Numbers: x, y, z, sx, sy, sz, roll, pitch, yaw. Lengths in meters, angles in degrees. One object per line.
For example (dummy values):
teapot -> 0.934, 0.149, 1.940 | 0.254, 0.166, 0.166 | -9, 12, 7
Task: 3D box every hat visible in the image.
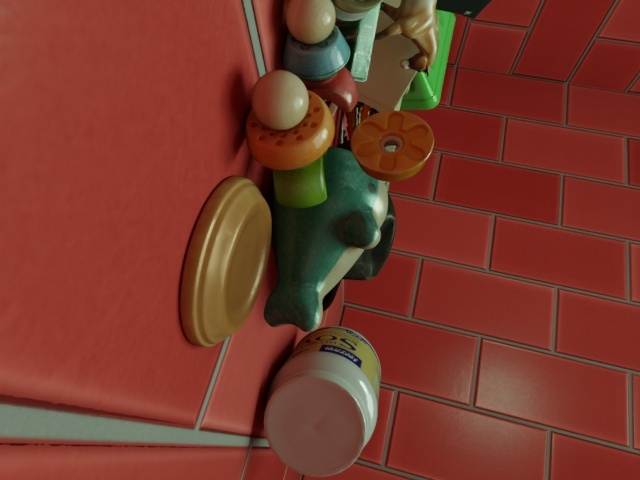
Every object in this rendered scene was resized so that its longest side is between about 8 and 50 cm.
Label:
hat -> 0.060, -0.014, 0.860 | 0.331, 0.133, 0.332 | -165, -90, -69

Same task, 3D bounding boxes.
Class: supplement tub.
supplement tub -> 0.014, 0.348, 1.038 | 0.331, 0.240, 0.241 | -23, 125, -80

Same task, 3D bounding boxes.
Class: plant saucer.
plant saucer -> -0.098, 0.027, 0.527 | 0.200, 0.037, 0.200 | 12, 90, -81

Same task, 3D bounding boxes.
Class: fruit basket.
fruit basket -> 0.265, -0.554, 1.447 | 0.392, 0.282, 0.393 | -26, 119, -61

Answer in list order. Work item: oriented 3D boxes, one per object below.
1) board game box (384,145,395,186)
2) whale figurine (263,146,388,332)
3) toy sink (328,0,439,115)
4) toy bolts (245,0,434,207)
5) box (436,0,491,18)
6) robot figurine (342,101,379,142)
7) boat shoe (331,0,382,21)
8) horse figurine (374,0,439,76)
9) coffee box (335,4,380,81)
board game box -> 0.159, -0.219, 1.514 | 0.275, 0.144, 0.142 | 86, 19, -59
whale figurine -> -0.017, -0.013, 0.642 | 0.141, 0.216, 0.272 | 38, 65, -35
toy sink -> 0.127, -0.350, 0.921 | 0.234, 0.131, 0.153 | -59, -173, 42
toy bolts -> 0.020, -0.183, 0.541 | 0.158, 0.218, 0.229 | 75, 10, -59
box -> 0.325, -0.820, 1.139 | 0.212, 0.293, 0.396 | -98, -162, -83
robot figurine -> 0.124, -0.272, 1.147 | 0.211, 0.084, 0.291 | -129, -146, -59
boat shoe -> 0.030, -0.427, 0.545 | 0.103, 0.113, 0.303 | -145, -123, -70
horse figurine -> 0.139, -0.409, 0.721 | 0.066, 0.174, 0.264 | -123, -140, -63
coffee box -> 0.038, -0.342, 0.682 | 0.040, 0.113, 0.184 | -7, 117, -35
